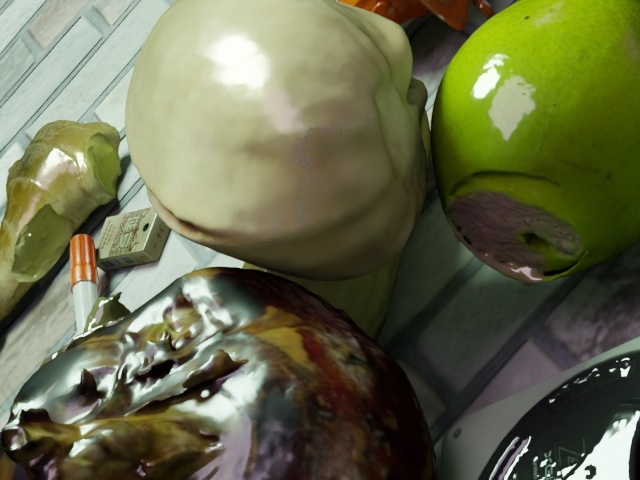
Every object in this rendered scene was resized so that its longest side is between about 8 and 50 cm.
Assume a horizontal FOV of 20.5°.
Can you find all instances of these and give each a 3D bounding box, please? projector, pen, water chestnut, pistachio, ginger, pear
[{"bbox_3d":[0.185,0.174,1.068,0.259,0.079,0.257,-29,38,28],"label":"projector"},{"bbox_3d":[-0.216,0.087,1.646,0.028,0.028,0.239,-34,43,23],"label":"pen"},{"bbox_3d":[-0.094,0.171,1.170,0.335,0.347,0.335,-21,49,27],"label":"water chestnut"},{"bbox_3d":[-0.038,-0.082,1.271,0.214,0.193,0.318,-35,31,-17],"label":"pistachio"},{"bbox_3d":[-0.309,-0.005,1.820,0.131,0.086,0.294,38,93,35],"label":"ginger"},{"bbox_3d":[0.177,-0.086,1.239,0.187,0.187,0.219,-4,43,47],"label":"pear"}]

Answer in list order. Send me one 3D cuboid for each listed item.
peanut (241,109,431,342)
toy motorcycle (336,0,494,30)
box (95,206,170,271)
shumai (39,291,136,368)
[{"bbox_3d":[0.000,0.000,1.414,0.147,0.147,0.319,-10,56,44],"label":"peanut"},{"bbox_3d":[0.026,-0.201,1.568,0.325,0.148,0.221,-48,33,12],"label":"toy motorcycle"},{"bbox_3d":[-0.183,-0.002,1.717,0.083,0.024,0.053,-14,49,44],"label":"box"},{"bbox_3d":[-0.156,0.131,1.470,0.206,0.166,0.175,-39,13,14],"label":"shumai"}]
